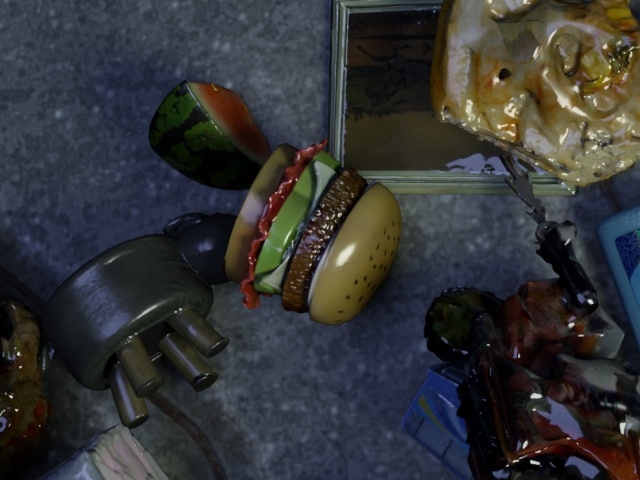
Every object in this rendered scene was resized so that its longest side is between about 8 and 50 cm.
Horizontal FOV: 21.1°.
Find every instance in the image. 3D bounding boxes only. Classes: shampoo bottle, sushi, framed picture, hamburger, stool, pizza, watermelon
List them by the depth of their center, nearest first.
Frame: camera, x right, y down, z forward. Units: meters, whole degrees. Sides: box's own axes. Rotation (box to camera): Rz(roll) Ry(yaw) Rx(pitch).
[{"bbox_3d":[0.322,0.090,1.467,0.103,0.061,0.258,-22,79,27],"label":"shampoo bottle"},{"bbox_3d":[0.235,-0.144,1.504,0.297,0.071,0.189,21,93,13],"label":"pizza"},{"bbox_3d":[0.000,0.001,1.573,0.137,0.175,0.175,26,98,10],"label":"hamburger"},{"bbox_3d":[0.120,-0.140,1.599,0.252,0.014,0.197,1,88,25],"label":"framed picture"},{"bbox_3d":[-0.156,0.071,1.639,0.228,0.153,0.139,-42,72,17],"label":"stool"},{"bbox_3d":[-0.102,-0.115,1.664,0.125,0.135,0.094,16,58,28],"label":"watermelon"},{"bbox_3d":[-0.355,0.146,1.700,0.218,0.238,0.225,21,62,19],"label":"sushi"}]

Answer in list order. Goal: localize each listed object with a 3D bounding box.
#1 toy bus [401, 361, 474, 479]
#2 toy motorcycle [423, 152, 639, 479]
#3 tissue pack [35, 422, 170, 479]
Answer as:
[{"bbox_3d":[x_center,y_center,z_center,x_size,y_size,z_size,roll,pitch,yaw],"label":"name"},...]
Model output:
[{"bbox_3d":[0.185,0.199,1.521,0.236,0.079,0.094,39,119,22],"label":"toy bus"},{"bbox_3d":[0.196,0.098,1.446,0.401,0.207,0.134,-110,23,-43],"label":"toy motorcycle"},{"bbox_3d":[-0.264,0.397,1.648,0.394,0.124,0.288,-36,95,19],"label":"tissue pack"}]
